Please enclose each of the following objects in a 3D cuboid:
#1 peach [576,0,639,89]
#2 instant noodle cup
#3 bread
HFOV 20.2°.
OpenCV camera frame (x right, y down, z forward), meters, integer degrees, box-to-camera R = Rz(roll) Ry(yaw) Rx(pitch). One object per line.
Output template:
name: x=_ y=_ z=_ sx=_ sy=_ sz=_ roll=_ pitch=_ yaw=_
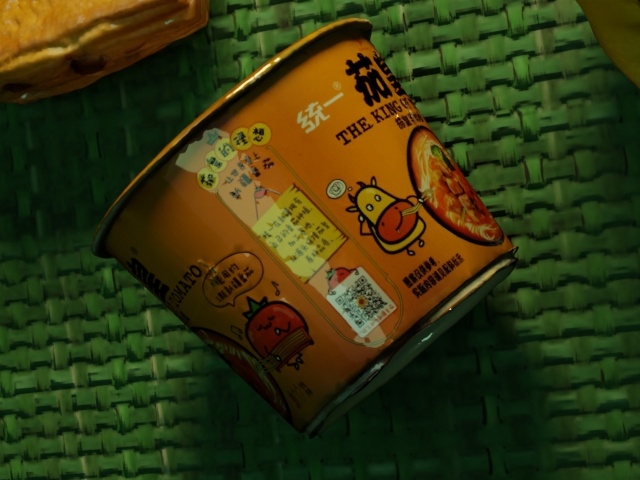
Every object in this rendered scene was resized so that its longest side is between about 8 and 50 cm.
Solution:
peach: x=0.187 y=-0.182 z=0.905 sx=0.281 sy=0.281 sz=0.338 roll=32 pitch=139 yaw=22
instant noodle cup: x=0.000 y=0.000 z=1.052 sx=0.216 sy=0.216 sz=0.172 roll=-43 pitch=83 yaw=20
bread: x=-0.171 y=-0.216 z=1.183 sx=0.210 sy=0.099 sz=0.235 roll=-20 pitch=77 yaw=23
